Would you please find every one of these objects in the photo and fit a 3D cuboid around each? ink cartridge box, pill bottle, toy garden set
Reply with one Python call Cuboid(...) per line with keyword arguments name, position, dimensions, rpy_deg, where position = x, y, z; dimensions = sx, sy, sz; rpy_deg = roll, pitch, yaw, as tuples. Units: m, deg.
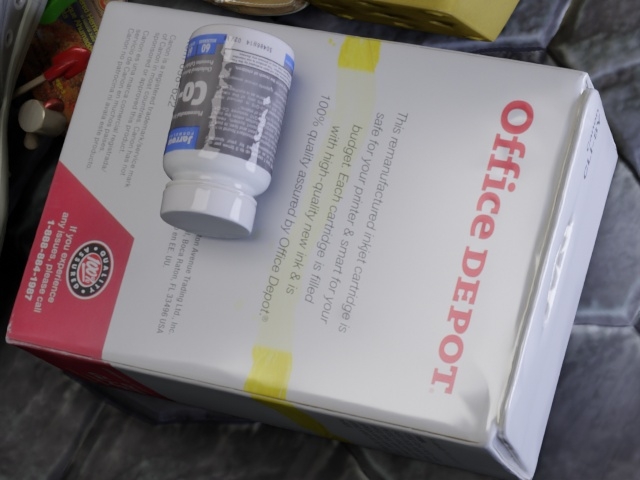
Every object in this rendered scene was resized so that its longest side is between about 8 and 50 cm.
Cuboid(name="ink cartridge box", position=(0.000, 0.000, 1.444), dimensions=(0.384, 0.160, 0.279), rpy_deg=(11, 76, 21))
Cuboid(name="pill bottle", position=(-0.067, -0.075, 1.357), dimensions=(0.078, 0.078, 0.137), rpy_deg=(6, 74, 19))
Cuboid(name="toy garden set", position=(-0.279, -0.128, 1.605), dimensions=(0.244, 0.049, 0.204), rpy_deg=(-40, 66, 20))

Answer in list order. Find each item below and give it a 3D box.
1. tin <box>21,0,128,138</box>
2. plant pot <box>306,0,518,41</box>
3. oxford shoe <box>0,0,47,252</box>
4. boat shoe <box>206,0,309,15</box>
Cuboid(name="tin", position=(-0.198, -0.161, 1.623), dimensions=(0.106, 0.040, 0.190), rpy_deg=(-32, 67, 10))
Cuboid(name="plant pot", position=(0.069, -0.263, 1.491), dimensions=(0.212, 0.212, 0.187), rpy_deg=(13, 90, 20))
Cuboid(name="oxford shoe", position=(-0.320, -0.099, 1.522), dimensions=(0.169, 0.130, 0.449), rpy_deg=(15, 92, 29))
Cuboid(name="boat shoe", position=(-0.096, -0.222, 1.582), dimensions=(0.190, 0.072, 0.068), rpy_deg=(15, 107, 26))
